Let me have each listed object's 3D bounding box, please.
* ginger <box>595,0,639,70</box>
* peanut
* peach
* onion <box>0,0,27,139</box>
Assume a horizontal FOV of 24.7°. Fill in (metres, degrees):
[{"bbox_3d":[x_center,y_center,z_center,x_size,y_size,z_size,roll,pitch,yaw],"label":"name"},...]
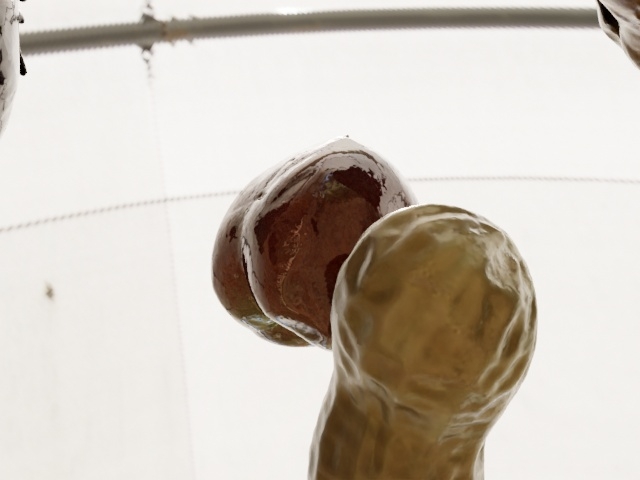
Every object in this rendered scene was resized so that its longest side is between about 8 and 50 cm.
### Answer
[{"bbox_3d":[0.171,-0.242,0.952,0.321,0.165,0.172,31,-67,-21],"label":"ginger"},{"bbox_3d":[0.059,0.100,0.883,0.136,0.120,0.298,-28,-40,-38],"label":"peanut"},{"bbox_3d":[0.000,0.000,0.978,0.152,0.152,0.152,-12,-65,-26],"label":"peach"},{"bbox_3d":[-0.333,-0.164,0.998,0.232,0.314,0.314,-23,-59,-37],"label":"onion"}]
